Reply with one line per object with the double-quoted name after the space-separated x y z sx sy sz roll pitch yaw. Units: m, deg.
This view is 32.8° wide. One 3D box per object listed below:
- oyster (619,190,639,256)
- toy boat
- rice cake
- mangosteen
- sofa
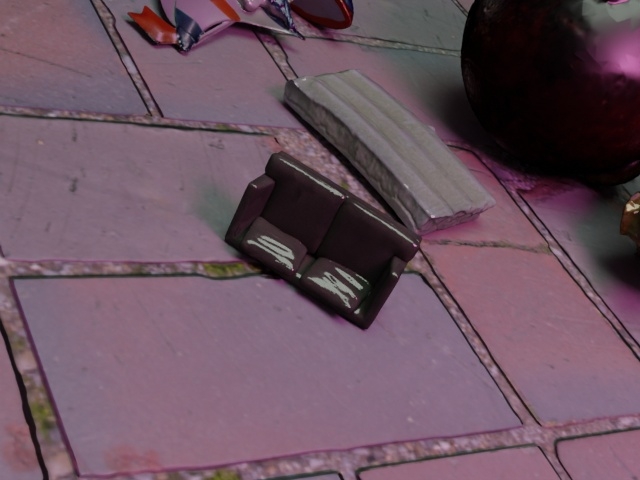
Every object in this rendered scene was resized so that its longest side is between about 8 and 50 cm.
0.413 -0.042 1.200 0.096 0.221 0.361 20 47 27 "oyster"
-0.109 -0.297 1.257 0.318 0.072 0.219 -18 57 -36 "toy boat"
0.070 -0.099 1.124 0.127 0.043 0.237 -15 53 -47 "rice cake"
0.302 -0.211 1.251 0.297 0.293 0.297 1 75 -4 "mangosteen"
0.000 0.000 0.907 0.147 0.085 0.060 33 31 6 "sofa"
